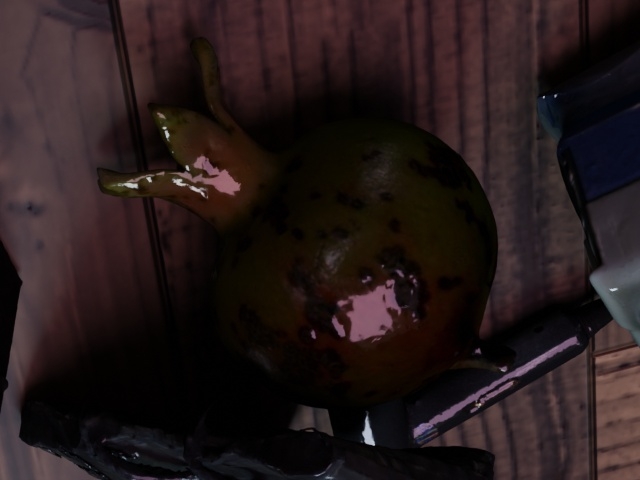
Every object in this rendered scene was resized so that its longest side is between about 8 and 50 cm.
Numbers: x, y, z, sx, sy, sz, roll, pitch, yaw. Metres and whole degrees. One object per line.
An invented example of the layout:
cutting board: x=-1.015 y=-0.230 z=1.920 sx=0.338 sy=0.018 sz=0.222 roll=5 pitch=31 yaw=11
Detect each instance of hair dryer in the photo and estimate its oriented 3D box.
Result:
hair dryer: x=0.101 y=0.098 z=1.137 sx=0.195 sy=0.050 sz=0.173 roll=-19 pitch=129 yaw=-10

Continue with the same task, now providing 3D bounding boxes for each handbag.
handbag: x=-0.031 y=0.125 z=1.006 sx=0.175 sy=0.270 sz=0.089 roll=28 pitch=71 yaw=-36

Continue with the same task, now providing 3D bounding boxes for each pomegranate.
pomegranate: x=-0.004 y=-0.004 z=0.969 sx=0.220 sy=0.156 sz=0.156 roll=38 pitch=104 yaw=-28

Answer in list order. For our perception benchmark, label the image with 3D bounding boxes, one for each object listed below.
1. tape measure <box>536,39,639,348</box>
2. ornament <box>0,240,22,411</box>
tape measure: x=0.282 y=-0.006 z=1.035 sx=0.259 sy=0.138 sz=0.262 roll=-20 pitch=135 yaw=15
ornament: x=-0.268 y=0.040 z=0.926 sx=0.196 sy=0.166 sz=0.153 roll=-16 pitch=125 yaw=10
